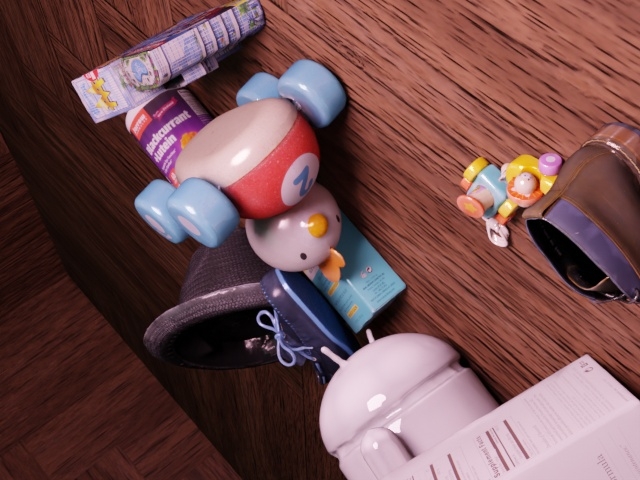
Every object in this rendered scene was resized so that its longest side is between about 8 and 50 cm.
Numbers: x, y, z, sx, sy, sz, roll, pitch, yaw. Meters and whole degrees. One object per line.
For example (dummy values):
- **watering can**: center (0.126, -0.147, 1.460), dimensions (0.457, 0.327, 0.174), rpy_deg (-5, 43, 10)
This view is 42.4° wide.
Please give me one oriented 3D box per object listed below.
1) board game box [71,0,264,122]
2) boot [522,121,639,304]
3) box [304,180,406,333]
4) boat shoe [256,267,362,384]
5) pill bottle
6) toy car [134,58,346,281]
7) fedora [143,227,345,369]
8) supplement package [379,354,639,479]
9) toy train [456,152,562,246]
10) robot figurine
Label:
- **board game box**: center (-0.181, -0.207, 0.963), dimensions (0.194, 0.194, 0.060), rpy_deg (12, 133, 59)
- **boot**: center (0.232, 0.032, 0.613), dimensions (0.219, 0.106, 0.082), rpy_deg (57, 157, -7)
- **box**: center (0.000, 0.000, 1.080), dimensions (0.244, 0.060, 0.100), rpy_deg (49, 157, 10)
- **boat shoe**: center (-0.017, 0.131, 1.070), dimensions (0.258, 0.089, 0.109), rpy_deg (53, -170, -43)
- **pill bottle**: center (-0.214, -0.163, 1.202), dimensions (0.193, 0.108, 0.108), rpy_deg (49, 157, 10)
- **toy car**: center (-0.038, -0.039, 0.936), dimensions (0.238, 0.219, 0.210), rpy_deg (47, 160, -23)
- **fedora**: center (-0.118, 0.081, 1.238), dimensions (0.334, 0.334, 0.152), rpy_deg (109, 152, -63)
- **supplement package**: center (0.196, 0.240, 0.762), dimensions (0.139, 0.244, 0.134), rpy_deg (57, -176, -8)
- **toy train**: center (0.181, -0.015, 0.724), dimensions (0.166, 0.046, 0.125), rpy_deg (13, 134, 57)
- **robot figurine**: center (0.135, 0.257, 0.986), dimensions (0.353, 0.200, 0.300), rpy_deg (53, -167, 14)
